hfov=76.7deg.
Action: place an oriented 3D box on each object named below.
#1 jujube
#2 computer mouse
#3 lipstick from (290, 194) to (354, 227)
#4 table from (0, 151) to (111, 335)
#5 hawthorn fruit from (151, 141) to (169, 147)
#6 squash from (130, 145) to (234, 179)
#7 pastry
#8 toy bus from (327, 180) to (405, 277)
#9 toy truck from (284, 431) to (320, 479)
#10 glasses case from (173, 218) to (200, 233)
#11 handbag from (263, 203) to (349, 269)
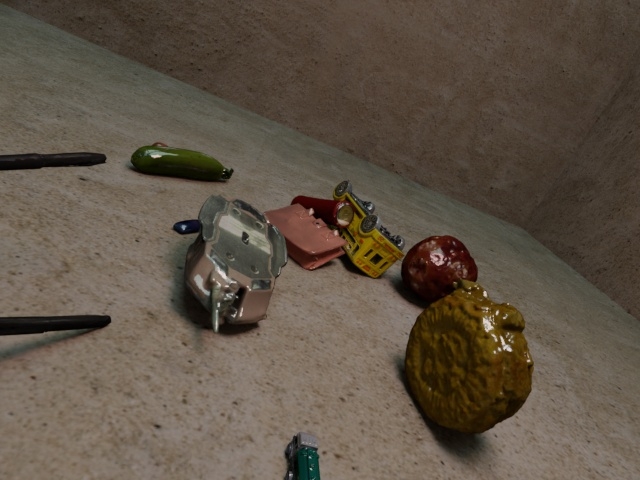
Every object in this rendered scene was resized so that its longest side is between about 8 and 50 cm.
[{"bbox_3d":[0.345,0.084,1.163,0.197,0.197,0.290,40,23,32],"label":"jujube"},{"bbox_3d":[-0.173,0.051,0.785,0.199,0.115,0.389,28,30,-21],"label":"computer mouse"},{"bbox_3d":[0.000,-0.090,1.211,0.080,0.080,0.241,8,4,-36],"label":"lipstick"},{"bbox_3d":[-0.403,0.024,0.487,0.317,0.318,0.249,29,8,9],"label":"table"},{"bbox_3d":[-0.464,-0.256,1.218,0.103,0.067,0.067,11,26,-37],"label":"hawthorn fruit"},{"bbox_3d":[-0.392,-0.225,1.202,0.331,0.087,0.087,3,31,-48],"label":"squash"},{"bbox_3d":[0.255,0.209,0.719,0.131,0.236,0.240,7,19,-29],"label":"pastry"},{"bbox_3d":[0.116,-0.042,1.229,0.144,0.152,0.330,36,15,-34],"label":"toy bus"},{"bbox_3d":[-0.019,0.283,0.508,0.039,0.044,0.083,22,22,-16],"label":"toy truck"},{"bbox_3d":[-0.302,-0.035,0.946,0.033,0.023,0.083,32,23,22],"label":"glasses case"},{"bbox_3d":[-0.045,-0.020,1.096,0.157,0.060,0.212,-21,49,-40],"label":"handbag"}]
